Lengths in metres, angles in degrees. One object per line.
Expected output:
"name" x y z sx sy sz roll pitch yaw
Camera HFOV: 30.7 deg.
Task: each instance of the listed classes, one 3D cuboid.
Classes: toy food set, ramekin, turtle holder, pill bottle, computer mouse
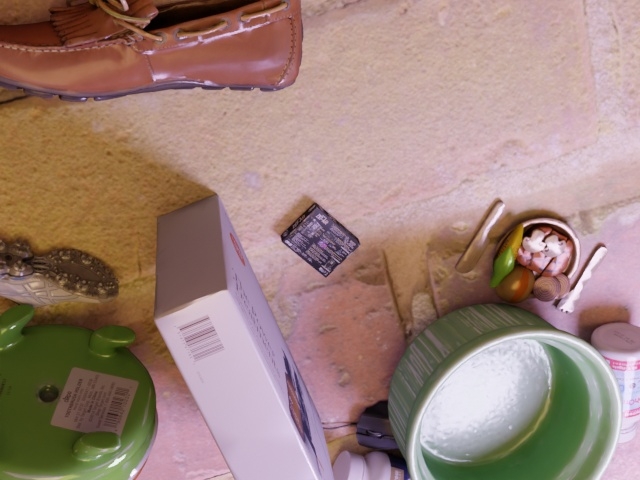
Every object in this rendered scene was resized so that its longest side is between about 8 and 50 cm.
"toy food set" 0.293 0.032 1.571 0.192 0.038 0.132 20 112 -18
"ramekin" 0.239 0.232 1.579 0.304 0.148 0.303 -5 110 -14
"turtle holder" -0.366 0.244 1.463 0.320 0.243 0.227 -12 142 -16
"pill bottle" 0.103 0.357 1.675 0.169 0.094 0.094 19 112 -18
"computer mouse" 0.042 0.270 1.651 0.242 0.041 0.071 -2 118 -7
"pill bottle" 0.422 0.204 1.652 0.087 0.087 0.160 -6 118 -6

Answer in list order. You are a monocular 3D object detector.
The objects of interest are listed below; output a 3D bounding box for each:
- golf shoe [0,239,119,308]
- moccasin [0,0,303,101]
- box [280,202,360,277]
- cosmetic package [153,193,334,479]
"golf shoe" -0.346 0.054 1.477 0.176 0.069 0.086 16 133 -13
"moccasin" -0.205 -0.236 1.298 0.380 0.139 0.146 -2 116 -8
"box" 0.000 0.000 1.519 0.083 0.018 0.067 39 105 -24
"cosmetic package" -0.088 0.167 1.429 0.098 0.284 0.377 -23 115 1
